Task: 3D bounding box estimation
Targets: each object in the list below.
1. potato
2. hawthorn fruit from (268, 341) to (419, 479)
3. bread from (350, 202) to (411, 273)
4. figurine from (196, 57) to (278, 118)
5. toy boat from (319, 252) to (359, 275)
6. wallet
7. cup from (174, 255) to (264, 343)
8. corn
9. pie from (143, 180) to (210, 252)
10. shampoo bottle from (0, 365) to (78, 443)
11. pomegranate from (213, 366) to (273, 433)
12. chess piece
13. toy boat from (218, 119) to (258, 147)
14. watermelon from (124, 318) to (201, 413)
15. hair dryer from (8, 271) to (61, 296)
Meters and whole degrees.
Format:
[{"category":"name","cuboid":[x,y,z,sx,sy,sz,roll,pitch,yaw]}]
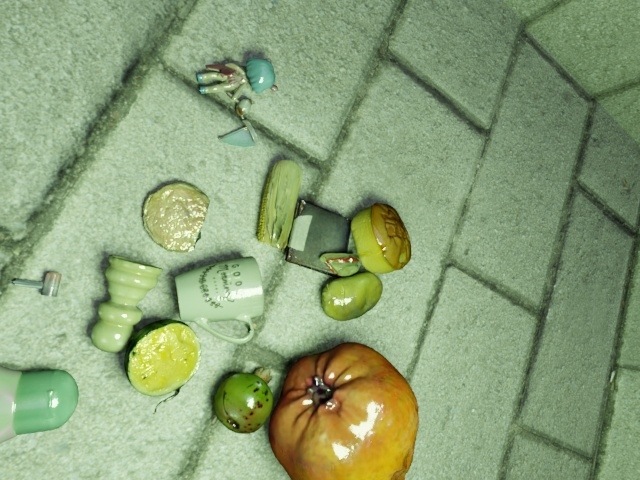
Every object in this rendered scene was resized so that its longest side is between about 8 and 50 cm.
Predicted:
[{"category":"potato","cuboid":[0.112,0.193,1.448,0.249,0.169,0.143,-19,52,-30]},{"category":"hawthorn fruit","cuboid":[0.089,0.562,1.235,0.473,0.472,0.470,3,84,-27]},{"category":"bread","cuboid":[0.225,-0.011,1.481,0.270,0.148,0.269,32,47,-43]},{"category":"figurine","cuboid":[-0.265,-0.509,1.343,0.261,0.103,0.205,-14,90,-18]},{"category":"toy boat","cuboid":[0.079,0.078,1.409,0.185,0.089,0.071,3,43,-44]},{"category":"wallet","cuboid":[0.000,0.000,1.426,0.263,0.072,0.220,21,79,-41]},{"category":"cup","cuboid":[-0.290,0.184,1.199,0.234,0.186,0.257,-9,62,-22]},{"category":"corn","cuboid":[-0.131,-0.116,1.361,0.122,0.123,0.304,14,79,-27]},{"category":"pie","cuboid":[-0.436,-0.077,1.239,0.185,0.052,0.217,23,77,-25]},{"category":"shampoo bottle","cuboid":[-0.771,0.389,0.965,0.350,0.151,0.221,2,79,-27]},{"category":"pomegranate","cuboid":[-0.228,0.476,1.244,0.180,0.210,0.179,0,99,0]},{"category":"chess piece","cuboid":[-0.542,0.178,1.123,0.145,0.144,0.250,19,83,-25]},{"category":"toy boat","cuboid":[-0.275,-0.339,1.366,0.122,0.034,0.096,-31,99,-18]},{"category":"watermelon","cuboid":[-0.447,0.321,1.148,0.204,0.127,0.231,-39,127,-35]},{"category":"hair dryer","cuboid":[-0.747,0.109,1.073,0.115,0.037,0.063,10,78,-19]}]
